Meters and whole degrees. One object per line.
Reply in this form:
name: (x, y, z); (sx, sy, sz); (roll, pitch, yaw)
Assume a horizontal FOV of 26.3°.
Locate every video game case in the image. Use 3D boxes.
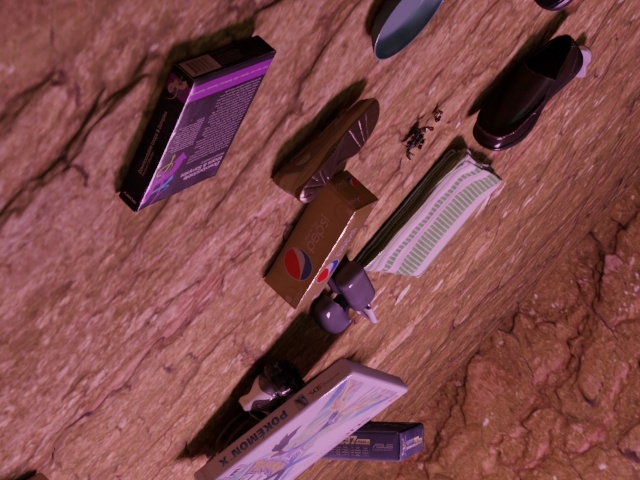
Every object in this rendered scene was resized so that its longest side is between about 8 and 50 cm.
video game case: (-0.022, 0.308, 2.221); (0.300, 0.036, 0.329); (-39, 160, 8)

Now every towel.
towel: (0.184, -0.037, 2.212); (0.248, 0.038, 0.325); (-50, 165, 9)

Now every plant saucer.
plant saucer: (0.092, -0.246, 1.467); (0.119, 0.021, 0.119); (-43, 164, -16)

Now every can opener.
can opener: (0.030, 0.087, 2.023); (0.095, 0.076, 0.283); (-47, 164, -5)

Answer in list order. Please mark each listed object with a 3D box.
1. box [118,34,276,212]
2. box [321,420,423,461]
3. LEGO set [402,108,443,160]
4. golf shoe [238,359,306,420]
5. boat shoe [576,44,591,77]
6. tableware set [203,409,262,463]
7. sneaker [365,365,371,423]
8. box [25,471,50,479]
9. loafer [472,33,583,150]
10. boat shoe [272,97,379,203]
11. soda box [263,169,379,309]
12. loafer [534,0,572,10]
box: (-0.113, -0.106, 1.244); (0.116, 0.029, 0.162); (-29, 155, -48)
box: (0.061, 0.373, 2.567); (0.183, 0.232, 0.059); (2, 86, -72)
LEGO set: (0.134, -0.145, 1.850); (0.083, 0.023, 0.054); (-53, 173, -36)
golf shoe: (-0.072, 0.238, 2.149); (0.094, 0.077, 0.198); (-38, 159, 7)
boat shoe: (0.427, -0.302, 2.242); (0.100, 0.035, 0.035); (63, 43, -70)
tableware set: (-0.130, 0.331, 2.258); (0.128, 0.039, 0.194); (-44, 164, -16)
sneaker: (0.016, 0.283, 2.476); (0.271, 0.100, 0.108); (-7, 111, -62)
box: (-0.399, 0.393, 1.518); (0.148, 0.121, 0.311); (-56, 163, 27)
loafer: (0.299, -0.226, 2.009); (0.220, 0.080, 0.078); (-49, 156, -14)
boat shoe: (0.009, -0.110, 1.557); (0.153, 0.048, 0.056); (-51, 154, -15)
soda box: (0.000, 0.000, 1.750); (0.058, 0.061, 0.181); (-27, 154, -51)
loafer: (0.350, -0.384, 1.729); (0.223, 0.076, 0.078); (-56, 155, 16)
